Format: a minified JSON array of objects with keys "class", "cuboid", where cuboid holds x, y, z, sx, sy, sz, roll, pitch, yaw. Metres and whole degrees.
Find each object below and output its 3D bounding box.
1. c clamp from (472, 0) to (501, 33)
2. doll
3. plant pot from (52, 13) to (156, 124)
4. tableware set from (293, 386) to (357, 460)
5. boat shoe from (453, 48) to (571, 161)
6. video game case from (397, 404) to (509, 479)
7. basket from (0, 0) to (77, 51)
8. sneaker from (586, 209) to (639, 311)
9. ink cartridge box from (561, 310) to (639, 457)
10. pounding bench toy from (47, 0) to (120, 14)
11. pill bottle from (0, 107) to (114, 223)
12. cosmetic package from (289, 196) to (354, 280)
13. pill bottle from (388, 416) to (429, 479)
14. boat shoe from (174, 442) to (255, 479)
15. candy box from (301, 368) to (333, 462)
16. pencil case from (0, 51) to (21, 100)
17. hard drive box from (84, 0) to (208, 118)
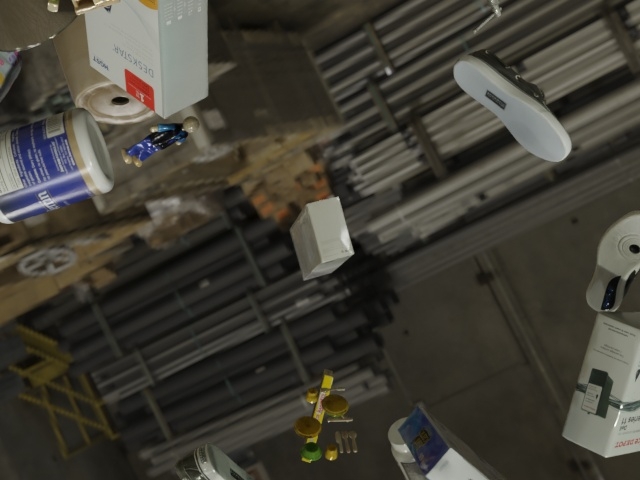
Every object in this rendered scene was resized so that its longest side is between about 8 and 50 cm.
[{"class":"c clamp","cuboid":[0.249,-0.403,1.480,0.022,0.161,0.137,13,-137,43]},{"class":"doll","cuboid":[-0.352,-0.229,2.295,0.189,0.046,0.129,-27,162,20]},{"class":"plant pot","cuboid":[-0.439,-0.419,2.206,0.323,0.280,0.323,-7,158,-3]},{"class":"tableware set","cuboid":[0.004,0.313,1.742,0.104,0.154,0.024,-1,130,-10]},{"class":"boat shoe","cuboid":[0.311,-0.218,1.590,0.076,0.228,0.080,-37,159,-30]},{"class":"video game case","cuboid":[0.241,0.373,1.533,0.061,0.244,0.269,-50,-175,0]},{"class":"basket","cuboid":[-0.519,-0.448,1.674,0.204,0.154,0.227,-32,152,-5]},{"class":"sneaker","cuboid":[0.506,0.009,1.691,0.121,0.079,0.217,-49,160,-44]},{"class":"ink cartridge box","cuboid":[0.472,0.220,1.578,0.153,0.208,0.087,3,-165,-45]},{"class":"pounding bench toy","cuboid":[-0.274,-0.293,1.131,0.083,0.052,0.065,-17,138,1]},{"class":"pill bottle","cuboid":[-0.500,-0.117,1.736,0.264,0.153,0.153,-18,178,1]},{"class":"cosmetic package","cuboid":[0.000,0.000,1.704,0.060,0.099,0.239,-16,174,-10]},{"class":"pill bottle","cuboid":[0.175,0.391,1.860,0.078,0.137,0.078,-16,-145,12]},{"class":"boat shoe","cuboid":[-0.147,0.400,1.608,0.070,0.219,0.078,-29,-148,12]},{"class":"candy box","cuboid":[-0.007,0.410,2.398,0.027,0.206,0.105,15,180,2]},{"class":"pencil case","cuboid":[-0.627,-0.263,1.802,0.124,0.113,0.273,-9,-143,17]},{"class":"hard drive box","cuboid":[-0.251,-0.322,1.461,0.089,0.181,0.232,-35,147,-33]}]
